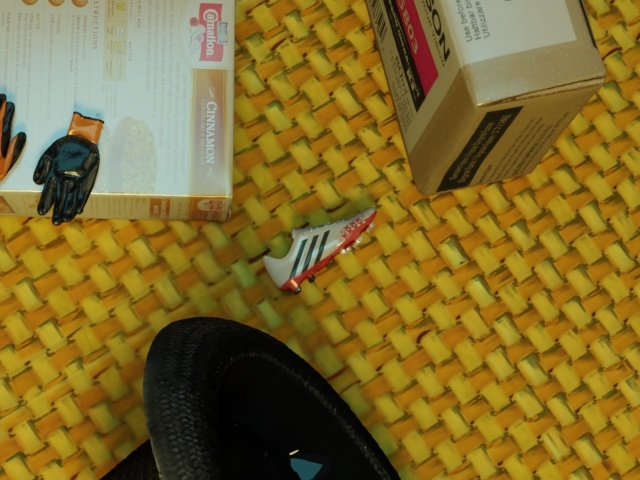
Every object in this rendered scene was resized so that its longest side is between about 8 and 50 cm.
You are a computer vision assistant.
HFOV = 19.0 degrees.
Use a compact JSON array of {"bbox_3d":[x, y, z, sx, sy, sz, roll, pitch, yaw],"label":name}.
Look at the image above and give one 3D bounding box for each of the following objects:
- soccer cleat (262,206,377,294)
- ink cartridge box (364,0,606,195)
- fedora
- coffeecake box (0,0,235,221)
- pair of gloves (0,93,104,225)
[{"bbox_3d":[0.000,0.000,1.240,0.083,0.029,0.035,-39,86,-9],"label":"soccer cleat"},{"bbox_3d":[0.086,-0.168,1.207,0.088,0.193,0.234,-13,76,-9],"label":"ink cartridge box"},{"bbox_3d":[-0.039,0.215,1.091,0.152,0.334,0.334,-33,80,18],"label":"fedora"},{"bbox_3d":[-0.148,-0.090,1.227,0.185,0.068,0.142,2,77,-5],"label":"coffeecake box"},{"bbox_3d":[-0.178,-0.049,1.174,0.083,0.010,0.074,14,76,-6],"label":"pair of gloves"}]
